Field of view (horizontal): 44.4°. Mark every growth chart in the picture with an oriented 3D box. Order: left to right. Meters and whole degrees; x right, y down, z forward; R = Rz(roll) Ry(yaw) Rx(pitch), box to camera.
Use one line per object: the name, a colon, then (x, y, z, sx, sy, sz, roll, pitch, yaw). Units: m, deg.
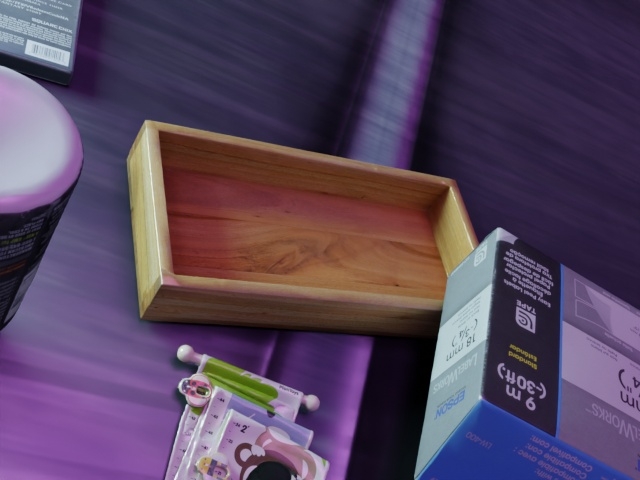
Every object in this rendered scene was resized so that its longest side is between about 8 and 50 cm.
growth chart: (-0.064, 0.219, 0.691, 0.172, 0.021, 0.237, 20, 49, -19)

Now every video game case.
video game case: (-0.375, -0.307, 0.910, 0.196, 0.026, 0.274, 14, 48, -25)

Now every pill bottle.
pill bottle: (-0.269, -0.002, 0.569, 0.130, 0.245, 0.130, 20, 46, -22)

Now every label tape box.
label tape box: (0.228, 0.180, 0.759, 0.241, 0.106, 0.333, 29, 45, -11)

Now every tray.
tray: (0.000, 0.000, 0.877, 0.411, 0.076, 0.202, 7, 52, -29)

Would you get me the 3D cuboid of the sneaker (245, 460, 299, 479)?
sneaker: (-0.111, 0.264, 0.548, 0.124, 0.107, 0.283, 30, 52, -1)
